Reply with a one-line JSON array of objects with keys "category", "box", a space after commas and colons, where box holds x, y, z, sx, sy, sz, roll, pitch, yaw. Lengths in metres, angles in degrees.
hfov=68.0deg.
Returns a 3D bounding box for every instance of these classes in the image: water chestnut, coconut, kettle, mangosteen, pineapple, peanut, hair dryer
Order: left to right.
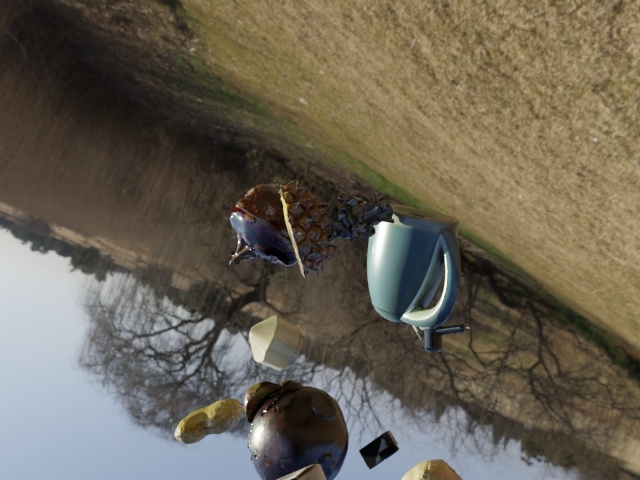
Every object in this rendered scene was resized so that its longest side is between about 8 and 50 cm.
[{"category": "peanut", "box": [-0.492, 0.798, 2.091, 0.305, 0.147, 0.147, -17, 174, -8]}, {"category": "water chestnut", "box": [-0.211, -0.026, 1.815, 0.335, 0.347, 0.335, 37, 166, 11]}, {"category": "coconut", "box": [-0.190, 0.412, 1.928, 0.221, 0.202, 0.202, 31, 168, -15]}, {"category": "mangosteen", "box": [-0.089, 0.692, 1.733, 0.381, 0.381, 0.422, 32, -156, -51]}, {"category": "pineapple", "box": [0.050, -0.058, 1.227, 0.271, 0.263, 0.262, -15, 172, -5]}, {"category": "kettle", "box": [0.272, 0.088, 1.386, 0.246, 0.343, 0.319, 3, -167, -35]}, {"category": "coconut", "box": [0.489, 1.129, 2.075, 0.297, 0.298, 0.254, 17, -177, 18]}, {"category": "hair dryer", "box": [0.479, 0.351, 1.794, 0.071, 0.125, 0.219, 13, 156, -30]}]

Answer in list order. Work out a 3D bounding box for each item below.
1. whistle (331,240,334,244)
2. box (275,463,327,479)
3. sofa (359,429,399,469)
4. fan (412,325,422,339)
[{"category": "whistle", "box": [0.000, 0.000, 1.659, 0.077, 0.114, 0.235, 55, -163, 4]}, {"category": "box", "box": [-0.034, 0.770, 1.215, 0.333, 0.173, 0.145, 62, -161, 19]}, {"category": "sofa", "box": [0.235, 0.829, 1.877, 0.085, 0.147, 0.060, 55, -174, 28]}, {"category": "fan", "box": [0.414, 0.375, 2.137, 0.227, 0.008, 0.152, 57, 180, -31]}]
